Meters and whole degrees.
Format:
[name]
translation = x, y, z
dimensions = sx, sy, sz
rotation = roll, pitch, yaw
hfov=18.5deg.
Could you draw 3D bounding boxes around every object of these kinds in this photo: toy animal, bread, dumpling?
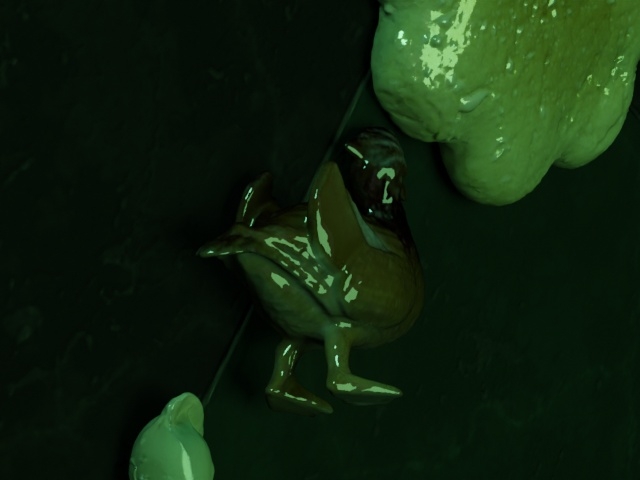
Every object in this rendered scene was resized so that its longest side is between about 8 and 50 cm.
[toy animal]
translation = 0.000, 0.000, 1.093
dimensions = 0.188, 0.089, 0.179
rotation = 31, 59, -49
[bread]
translation = 0.134, -0.179, 1.219
dimensions = 0.316, 0.054, 0.316
rotation = -16, 112, -44
[dumpling]
translation = -0.077, 0.119, 1.061
dimensions = 0.059, 0.043, 0.077
rotation = -33, 109, -60
